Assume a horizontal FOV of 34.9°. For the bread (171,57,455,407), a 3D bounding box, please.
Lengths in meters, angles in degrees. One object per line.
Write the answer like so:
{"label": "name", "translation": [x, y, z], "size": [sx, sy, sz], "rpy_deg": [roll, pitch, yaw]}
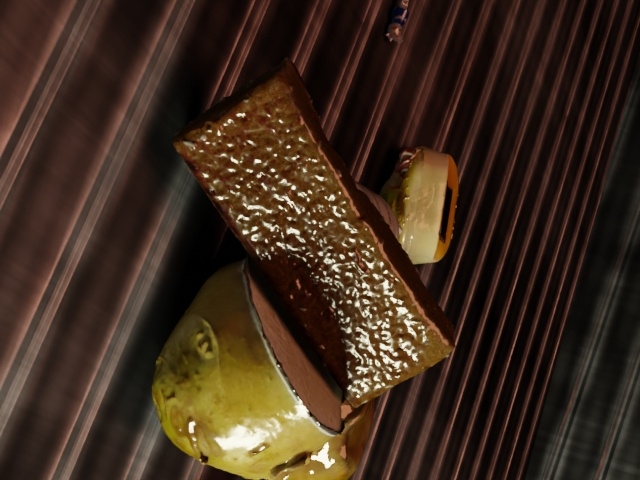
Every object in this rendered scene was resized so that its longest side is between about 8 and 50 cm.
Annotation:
{"label": "bread", "translation": [0.000, 0.000, 1.238], "size": [0.416, 0.165, 0.113], "rpy_deg": [58, 15, -16]}

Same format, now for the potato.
{"label": "potato", "translation": [-0.101, 0.164, 1.277], "size": [0.246, 0.196, 0.299], "rpy_deg": [58, 12, -16]}

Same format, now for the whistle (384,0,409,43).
{"label": "whistle", "translation": [0.129, -0.361, 1.654], "size": [0.033, 0.029, 0.083], "rpy_deg": [19, 87, -29]}

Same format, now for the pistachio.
{"label": "pistachio", "translation": [-0.002, 0.276, 1.531], "size": [0.213, 0.163, 0.260], "rpy_deg": [-42, 179, 18]}

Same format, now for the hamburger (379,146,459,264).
{"label": "hamburger", "translation": [0.170, -0.060, 1.760], "size": [0.173, 0.116, 0.210], "rpy_deg": [22, 77, -70]}

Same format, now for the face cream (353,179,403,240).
{"label": "face cream", "translation": [0.042, -0.009, 1.495], "size": [0.370, 0.146, 0.145], "rpy_deg": [23, 80, -70]}
